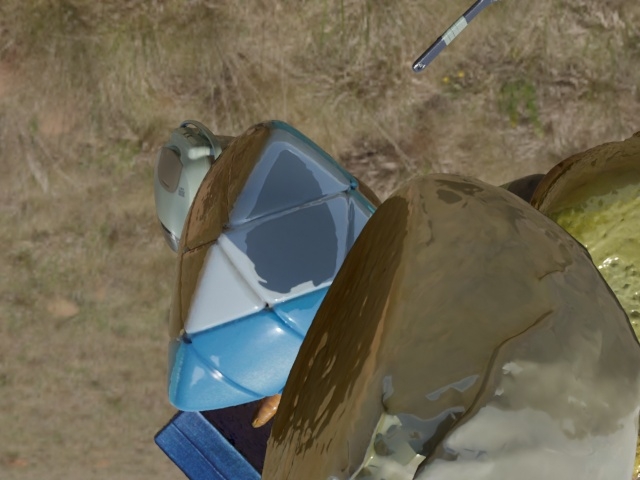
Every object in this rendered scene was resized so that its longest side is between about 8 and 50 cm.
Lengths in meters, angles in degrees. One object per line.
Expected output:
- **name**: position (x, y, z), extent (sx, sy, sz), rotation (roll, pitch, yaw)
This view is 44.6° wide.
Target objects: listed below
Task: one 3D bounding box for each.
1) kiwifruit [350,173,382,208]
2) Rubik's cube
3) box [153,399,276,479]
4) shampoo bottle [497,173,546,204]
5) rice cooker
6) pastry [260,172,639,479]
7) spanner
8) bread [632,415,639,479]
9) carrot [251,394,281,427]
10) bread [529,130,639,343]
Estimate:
- **kiwifruit**: position (-0.032, 0.013, 0.915), extent (0.233, 0.196, 0.196), rotation (-7, 161, 32)
- **Rubik's cube**: position (0.000, 0.000, 0.633), extent (0.254, 0.255, 0.254), rotation (-1, 161, -1)
- **box**: position (-0.101, 0.327, 1.306), extent (0.116, 0.261, 0.279), rotation (-46, 180, 21)
- **shampoo bottle**: position (0.286, -0.036, 1.135), extent (0.101, 0.101, 0.283), rotation (10, 162, -31)
- **rice cooker**: position (-0.182, -0.077, 1.189), extent (0.127, 0.207, 0.145), rotation (-3, -150, -39)
- **pastry**: position (0.055, 0.092, 0.419), extent (0.133, 0.265, 0.265), rotation (28, 154, -8)
- **spanner**: position (0.333, -0.504, 1.808), extent (0.316, 0.024, 0.087), rotation (-44, 151, 18)
- **bread**: position (0.464, 0.289, 1.204), extent (0.065, 0.188, 0.103), rotation (-25, 179, 24)
- **carrot**: position (-0.030, 0.189, 1.119), extent (0.061, 0.061, 0.257), rotation (11, 128, -32)
- **bread**: position (0.358, 0.009, 0.849), extent (0.269, 0.270, 0.148), rotation (-9, -167, 19)
